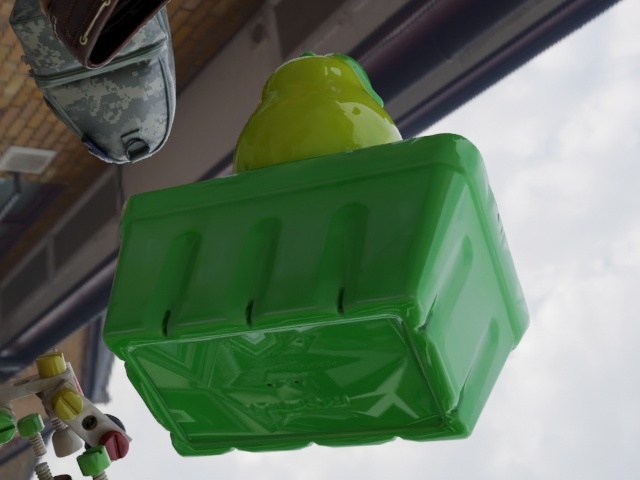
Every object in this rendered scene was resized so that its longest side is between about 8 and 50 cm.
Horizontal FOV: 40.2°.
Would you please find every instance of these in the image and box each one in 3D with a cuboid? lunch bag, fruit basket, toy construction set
[{"bbox_3d":[-0.321,-0.288,1.328,0.305,0.212,0.256,-109,180,-53],"label":"lunch bag"},{"bbox_3d":[0.000,0.000,0.857,0.392,0.392,0.283,26,-33,51],"label":"fruit basket"},{"bbox_3d":[-0.392,0.203,1.132,0.309,0.257,0.237,-97,168,-81],"label":"toy construction set"}]

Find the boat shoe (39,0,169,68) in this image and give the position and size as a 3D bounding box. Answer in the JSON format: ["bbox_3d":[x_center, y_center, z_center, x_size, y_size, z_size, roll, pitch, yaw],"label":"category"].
[{"bbox_3d":[-0.116,-0.213,0.653,0.207,0.073,0.073,-42,-115,10],"label":"boat shoe"}]
